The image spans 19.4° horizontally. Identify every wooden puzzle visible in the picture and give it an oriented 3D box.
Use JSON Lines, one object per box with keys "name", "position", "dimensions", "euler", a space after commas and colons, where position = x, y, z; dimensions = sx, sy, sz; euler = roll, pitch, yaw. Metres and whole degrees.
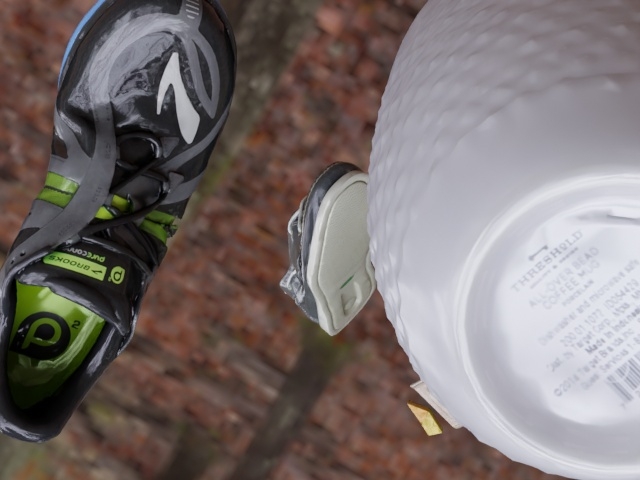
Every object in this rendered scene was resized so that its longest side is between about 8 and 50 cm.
{"name": "wooden puzzle", "position": [0.132, 0.147, 1.796], "dimensions": [0.116, 0.014, 0.078], "euler": [-24, 120, 34]}

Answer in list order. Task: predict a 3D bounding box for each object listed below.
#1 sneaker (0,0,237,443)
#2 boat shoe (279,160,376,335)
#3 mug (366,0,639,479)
{"name": "sneaker", "position": [-0.077, -0.007, 0.681], "dimensions": [0.067, 0.188, 0.078], "euler": [18, -162, -20]}
{"name": "boat shoe", "position": [0.000, 0.000, 1.544], "dimensions": [0.079, 0.084, 0.233], "euler": [43, 160, 18]}
{"name": "mug", "position": [0.201, -0.038, 1.041], "dimensions": [0.276, 0.374, 0.328], "euler": [57, -164, -14]}
